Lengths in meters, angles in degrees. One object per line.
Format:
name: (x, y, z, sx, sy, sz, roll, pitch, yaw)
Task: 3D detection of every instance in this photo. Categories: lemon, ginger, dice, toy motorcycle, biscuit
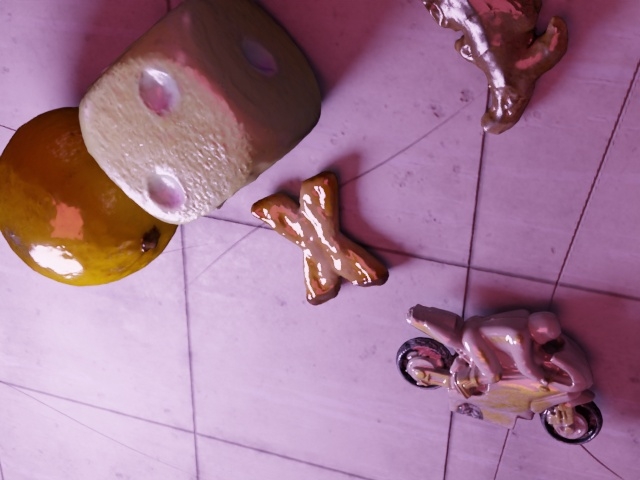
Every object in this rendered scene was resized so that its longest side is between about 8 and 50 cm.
lemon: (-0.369, -0.070, 1.487, 0.297, 0.297, 0.297, 10, 121, 17)
ginger: (0.224, -0.298, 1.234, 0.166, 0.080, 0.333, -11, 111, 40)
dice: (-0.167, -0.190, 1.351, 0.254, 0.252, 0.249, 48, 125, -8)
toy motorcycle: (0.289, 0.192, 1.474, 0.340, 0.108, 0.223, 17, 123, 10)
biscuit: (0.001, -0.001, 1.516, 0.164, 0.047, 0.208, -21, 109, 29)
